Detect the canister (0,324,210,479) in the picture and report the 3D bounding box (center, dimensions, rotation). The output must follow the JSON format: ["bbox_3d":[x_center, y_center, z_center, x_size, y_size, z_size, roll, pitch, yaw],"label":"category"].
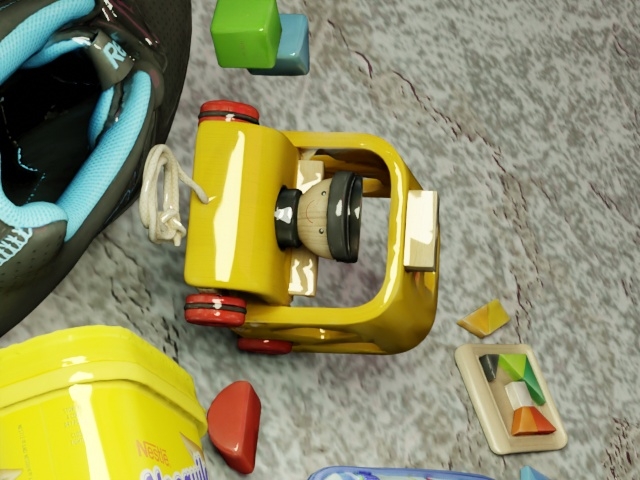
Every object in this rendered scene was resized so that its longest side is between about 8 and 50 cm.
[{"bbox_3d":[-0.075,0.132,0.746,0.126,0.073,0.170,49,24,-67],"label":"canister"}]

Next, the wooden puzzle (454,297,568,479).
[{"bbox_3d":[0.111,0.088,1.099,0.078,0.014,0.116,-9,71,-54],"label":"wooden puzzle"}]

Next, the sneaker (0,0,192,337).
[{"bbox_3d":[-0.108,-0.058,0.824,0.125,0.140,0.341,44,35,-17],"label":"sneaker"}]

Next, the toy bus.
[{"bbox_3d":[0.003,-0.003,0.879,0.202,0.104,0.191,-74,161,-53],"label":"toy bus"}]

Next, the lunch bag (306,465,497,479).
[{"bbox_3d":[0.047,0.211,0.852,0.176,0.090,0.219,15,51,-42],"label":"lunch bag"}]
